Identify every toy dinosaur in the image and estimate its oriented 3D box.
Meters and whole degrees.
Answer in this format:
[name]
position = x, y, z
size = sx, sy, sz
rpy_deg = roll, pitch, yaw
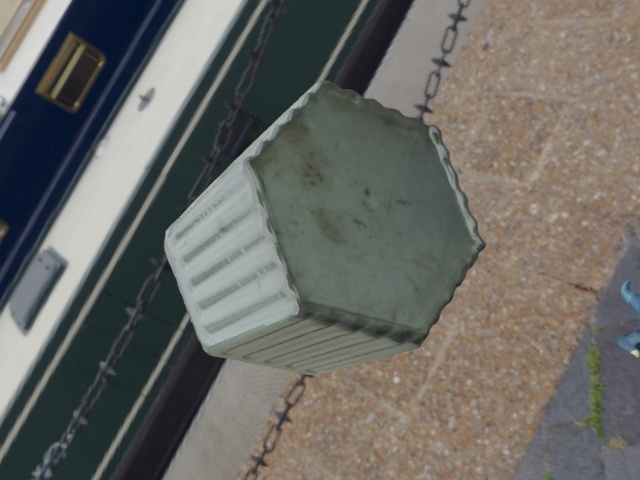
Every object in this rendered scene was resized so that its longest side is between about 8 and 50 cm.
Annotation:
[toy dinosaur]
position = 0.224, 0.060, 0.457
size = 0.083, 0.031, 0.047
rpy_deg = 37, 105, 26

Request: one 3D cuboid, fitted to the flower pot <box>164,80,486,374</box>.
[flower pot]
position = 0.000, 0.000, 0.652
size = 0.239, 0.209, 0.190
rpy_deg = -51, 11, -35
